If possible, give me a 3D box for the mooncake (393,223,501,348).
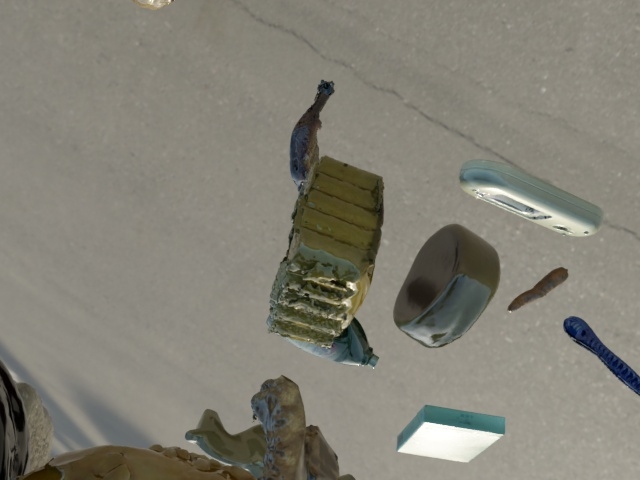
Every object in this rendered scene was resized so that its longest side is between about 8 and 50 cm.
[{"bbox_3d":[0.246,0.085,1.571,0.117,0.235,0.235,33,156,-17],"label":"mooncake"}]

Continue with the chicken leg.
[{"bbox_3d":[-0.019,-0.228,1.822,0.051,0.253,0.106,16,-174,30],"label":"chicken leg"}]

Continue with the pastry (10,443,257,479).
[{"bbox_3d":[-0.105,0.287,0.587,0.311,0.255,0.162,57,-160,16],"label":"pastry"}]

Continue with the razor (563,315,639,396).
[{"bbox_3d":[0.537,0.233,1.493,0.056,0.093,0.324,43,-175,-31],"label":"razor"}]

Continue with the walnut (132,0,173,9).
[{"bbox_3d":[-0.359,-0.559,1.690,0.141,0.204,0.238,-7,154,-4],"label":"walnut"}]

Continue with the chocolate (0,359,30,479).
[{"bbox_3d":[-0.441,0.211,0.716,0.331,0.384,0.384,7,142,34],"label":"chocolate"}]

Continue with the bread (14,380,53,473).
[{"bbox_3d":[-0.523,0.391,1.440,0.102,0.337,0.183,4,-170,-4],"label":"bread"}]

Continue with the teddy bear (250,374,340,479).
[{"bbox_3d":[-0.087,0.336,0.957,0.222,0.296,0.246,-19,132,8],"label":"teddy bear"}]

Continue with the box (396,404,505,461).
[{"bbox_3d":[0.256,0.389,1.678,0.162,0.041,0.229,9,151,-4],"label":"box"}]

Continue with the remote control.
[{"bbox_3d":[0.267,-0.050,1.058,0.221,0.042,0.078,21,167,-28],"label":"remote control"}]

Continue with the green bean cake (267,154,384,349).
[{"bbox_3d":[0.009,0.019,1.229,0.131,0.230,0.224,17,138,-4],"label":"green bean cake"}]

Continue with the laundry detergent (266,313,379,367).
[{"bbox_3d":[0.014,0.159,1.497,0.211,0.063,0.137,31,131,3],"label":"laundry detergent"}]

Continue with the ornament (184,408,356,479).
[{"bbox_3d":[-0.088,0.354,1.365,0.230,0.061,0.245,47,-155,27],"label":"ornament"}]

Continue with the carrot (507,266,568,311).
[{"bbox_3d":[0.465,0.108,1.795,0.036,0.165,0.036,53,169,15],"label":"carrot"}]
